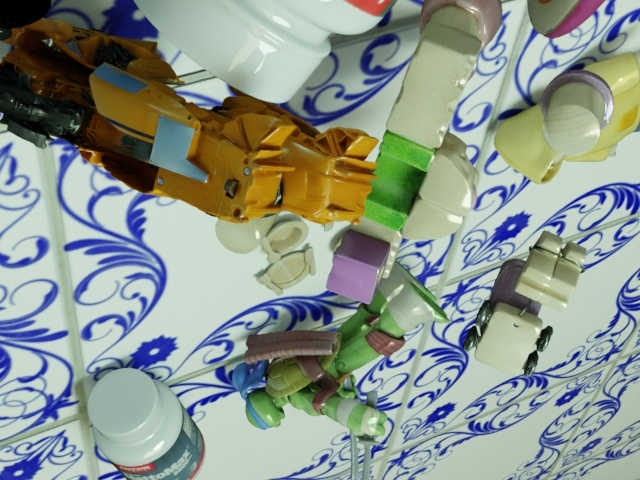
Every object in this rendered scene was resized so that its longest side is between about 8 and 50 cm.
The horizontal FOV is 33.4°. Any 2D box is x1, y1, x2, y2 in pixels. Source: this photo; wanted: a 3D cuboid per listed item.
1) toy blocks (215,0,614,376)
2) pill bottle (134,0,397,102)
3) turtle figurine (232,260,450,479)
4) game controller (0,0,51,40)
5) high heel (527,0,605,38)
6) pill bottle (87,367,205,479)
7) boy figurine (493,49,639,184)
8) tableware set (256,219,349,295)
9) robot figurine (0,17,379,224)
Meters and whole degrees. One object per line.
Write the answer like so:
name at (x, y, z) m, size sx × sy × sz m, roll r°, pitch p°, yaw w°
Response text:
toy blocks at (0.105, -0.105, 0.933) m, size 0.260 × 0.309 × 0.289 m, roll -60°, pitch 172°, yaw -53°
pill bottle at (0.014, -0.233, 0.662) m, size 0.161 × 0.161 × 0.283 m, roll 15°, pitch 122°, yaw -50°
turtle figurine at (0.059, 0.178, 1.311) m, size 0.266 × 0.275 × 0.198 m, roll -46°, pitch 162°, yaw 7°
game controller at (-0.233, -0.173, 0.587) m, size 0.166 × 0.067 × 0.319 m, roll -15°, pitch 176°, yaw -16°
high heel at (0.315, -0.324, 0.876) m, size 0.181 × 0.127 × 0.377 m, roll 8°, pitch 124°, yaw -33°
pill bottle at (-0.207, 0.224, 1.257) m, size 0.108 × 0.108 × 0.180 m, roll -27°, pitch 148°, yaw -6°
boy figurine at (0.330, -0.147, 1.210) m, size 0.285 × 0.092 × 0.177 m, roll -20°, pitch 150°, yaw -23°
tableware set at (0.000, 0.000, 1.201) m, size 0.168 × 0.020 × 0.141 m, roll -26°, pitch 148°, yaw -7°
robot figurine at (-0.112, -0.088, 0.761) m, size 0.211 × 0.291 × 0.085 m, roll 0°, pitch 113°, yaw -58°
